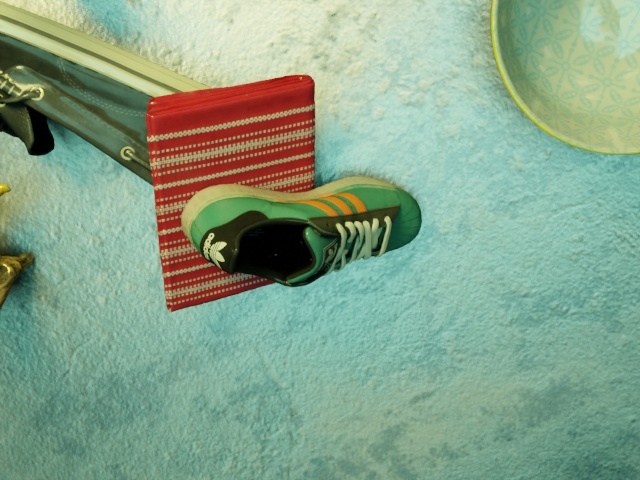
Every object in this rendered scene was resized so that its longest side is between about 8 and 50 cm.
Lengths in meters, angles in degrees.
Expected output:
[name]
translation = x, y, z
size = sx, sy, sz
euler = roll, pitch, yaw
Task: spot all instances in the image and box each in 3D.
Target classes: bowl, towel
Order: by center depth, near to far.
[bowl]
translation = 0.323, -0.247, 1.016
size = 0.290, 0.156, 0.289
euler = 1, 101, 3
[towel]
translation = -0.098, -0.053, 1.059
size = 0.199, 0.031, 0.274
euler = -15, 128, -22

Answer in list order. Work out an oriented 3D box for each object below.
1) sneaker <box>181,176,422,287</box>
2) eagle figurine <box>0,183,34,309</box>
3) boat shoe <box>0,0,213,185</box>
[sneaker]
translation = 0.000, 0.000, 1.049
size = 0.302, 0.121, 0.108
euler = -4, 123, -27
[eagle figurine]
translation = -0.471, -0.029, 1.075
size = 0.225, 0.226, 0.298
euler = -48, 122, -14
[boat shoe]
translation = -0.331, -0.180, 1.060
size = 0.500, 0.187, 0.155
euler = 22, 96, -6
